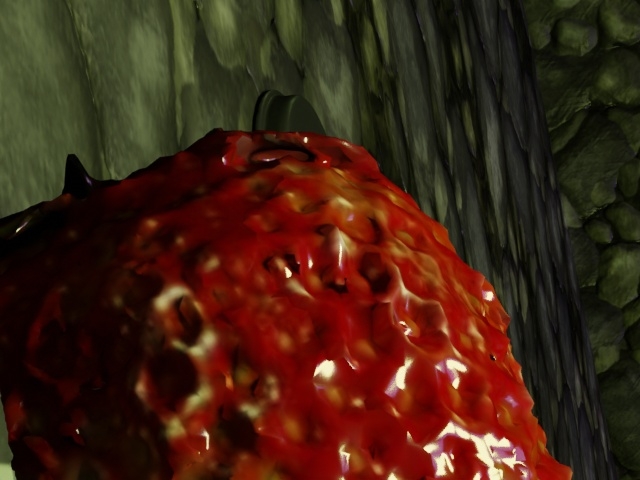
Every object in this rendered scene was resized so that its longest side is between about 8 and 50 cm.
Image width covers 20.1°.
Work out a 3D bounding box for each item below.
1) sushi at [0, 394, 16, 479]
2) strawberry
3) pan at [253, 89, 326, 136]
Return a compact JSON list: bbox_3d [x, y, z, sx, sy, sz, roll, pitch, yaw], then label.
[{"bbox_3d":[-0.170,0.033,0.474,0.192,0.050,0.215,8,65,-57],"label":"sushi"},{"bbox_3d":[-0.018,0.115,0.638,0.250,0.239,0.288,52,7,-47],"label":"strawberry"},{"bbox_3d":[0.000,0.000,1.249,0.136,0.028,0.235,-81,159,-48],"label":"pan"}]
